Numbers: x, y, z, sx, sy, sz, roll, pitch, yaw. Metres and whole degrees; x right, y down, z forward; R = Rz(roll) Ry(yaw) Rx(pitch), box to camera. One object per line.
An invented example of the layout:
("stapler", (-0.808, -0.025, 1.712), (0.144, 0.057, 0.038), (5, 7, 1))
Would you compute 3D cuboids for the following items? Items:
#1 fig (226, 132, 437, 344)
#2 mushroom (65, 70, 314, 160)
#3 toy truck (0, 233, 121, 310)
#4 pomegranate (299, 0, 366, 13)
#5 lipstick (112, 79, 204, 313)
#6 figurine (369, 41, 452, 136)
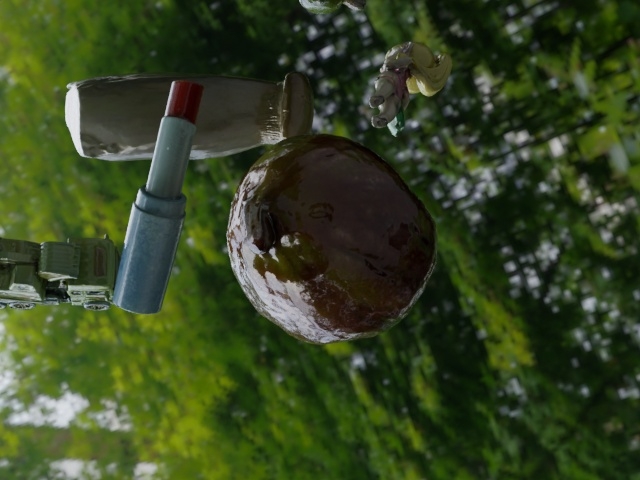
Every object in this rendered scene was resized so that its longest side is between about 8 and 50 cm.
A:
("fig", (0.006, -0.002, 1.412), (0.263, 0.224, 0.224), (83, -179, -62))
("mushroom", (-0.215, -0.192, 2.071), (0.154, 0.407, 0.137), (-58, -34, -78))
("toy truck", (-0.340, 0.033, 1.640), (0.116, 0.191, 0.085), (107, 164, -73))
("pomegranate", (0.013, -0.302, 1.572), (0.084, 0.073, 0.073), (-3, -113, -17))
("lipstick", (-0.178, -0.052, 1.518), (0.061, 0.274, 0.068), (14, -164, -3))
("figurine", (0.099, -0.182, 1.576), (0.083, 0.083, 0.187), (59, -151, -13))
